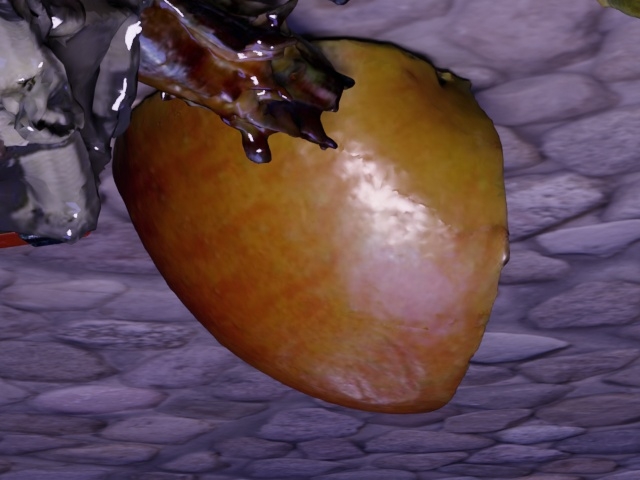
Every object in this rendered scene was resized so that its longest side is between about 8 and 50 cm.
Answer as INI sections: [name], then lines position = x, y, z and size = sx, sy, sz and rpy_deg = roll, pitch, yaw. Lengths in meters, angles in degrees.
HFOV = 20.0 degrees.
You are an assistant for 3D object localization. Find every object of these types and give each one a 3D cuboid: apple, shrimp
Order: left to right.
[shrimp]
position = -0.056, -0.132, 0.826
size = 0.289, 0.075, 0.178
rpy_deg = 29, 144, -34
[apple]
position = 0.000, 0.000, 1.119
size = 0.179, 0.254, 0.346
rpy_deg = -39, 172, -20

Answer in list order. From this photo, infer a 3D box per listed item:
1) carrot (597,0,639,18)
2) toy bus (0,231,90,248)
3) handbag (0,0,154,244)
[carrot]
position = 0.282, -0.149, 0.788
size = 0.358, 0.074, 0.074
rpy_deg = -12, 159, 33
[toy bus]
position = -0.199, -0.016, 1.176
size = 0.110, 0.043, 0.031
rpy_deg = -8, 160, 17
[handbag]
position = -0.240, -0.115, 0.597
size = 0.327, 0.163, 0.325
rpy_deg = 13, 169, 5
